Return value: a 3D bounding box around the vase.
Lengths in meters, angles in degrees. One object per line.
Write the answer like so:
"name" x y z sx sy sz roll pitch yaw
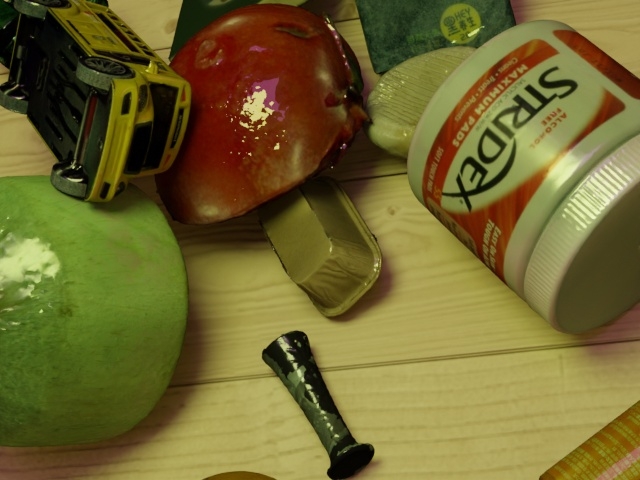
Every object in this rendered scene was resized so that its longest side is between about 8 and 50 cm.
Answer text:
"vase" -0.003 0.177 1.404 0.059 0.059 0.167 -30 58 -3

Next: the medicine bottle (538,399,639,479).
"medicine bottle" 0.289 0.236 1.267 0.192 0.096 0.096 -36 58 -6

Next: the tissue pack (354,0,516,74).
"tissue pack" 0.122 -0.351 1.575 0.185 0.257 0.081 -14 16 9

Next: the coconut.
"coconut" -0.286 0.074 1.423 0.281 0.328 0.328 -25 51 37

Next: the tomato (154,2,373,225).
"tomato" -0.096 -0.173 1.517 0.309 0.170 0.309 -24 29 14

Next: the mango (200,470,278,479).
"mango" -0.057 0.318 1.307 0.227 0.109 0.147 23 59 22

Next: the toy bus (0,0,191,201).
"toy bus" -0.248 -0.167 1.437 0.331 0.151 0.145 46 124 49

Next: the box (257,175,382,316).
"box" 0.000 0.000 1.488 0.111 0.111 0.177 -29 53 -2

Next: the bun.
"bun" 0.141 -0.145 1.524 0.183 0.102 0.183 -17 37 13

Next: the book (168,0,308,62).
"book" -0.079 -0.423 1.714 0.260 0.043 0.371 -21 50 43

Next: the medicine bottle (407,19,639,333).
"medicine bottle" 0.255 -0.070 1.361 0.252 0.252 0.241 -39 59 -9

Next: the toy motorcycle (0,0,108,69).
"toy motorcycle" -0.317 -0.212 1.685 0.331 0.125 0.196 39 76 26
